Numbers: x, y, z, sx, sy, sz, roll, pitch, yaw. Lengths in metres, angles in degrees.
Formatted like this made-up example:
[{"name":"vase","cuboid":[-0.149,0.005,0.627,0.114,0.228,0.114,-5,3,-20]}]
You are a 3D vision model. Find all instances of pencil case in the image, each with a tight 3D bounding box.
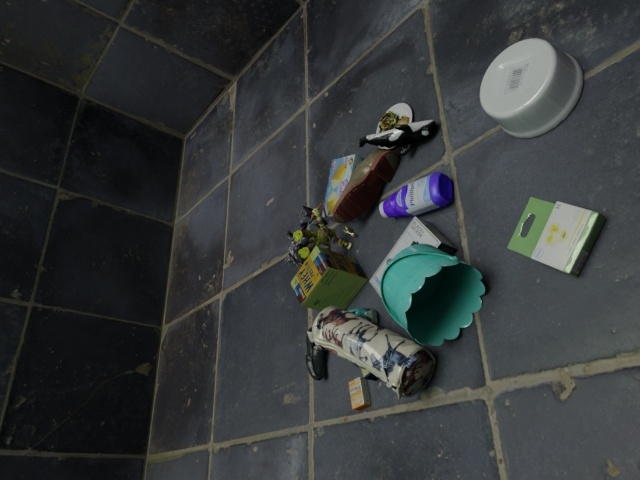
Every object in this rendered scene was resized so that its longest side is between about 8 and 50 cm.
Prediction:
[{"name":"pencil case","cuboid":[0.152,0.349,1.670,0.411,0.184,0.159,20,119,41]}]

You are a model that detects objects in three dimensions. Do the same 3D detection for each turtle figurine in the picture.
[{"name":"turtle figurine","cuboid":[0.000,0.000,2.050,0.087,0.217,0.269,-2,104,41]}]

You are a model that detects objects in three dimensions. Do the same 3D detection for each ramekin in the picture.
[{"name":"ramekin","cuboid":[0.613,-0.458,1.540,0.277,0.135,0.276,-29,52,45]}]

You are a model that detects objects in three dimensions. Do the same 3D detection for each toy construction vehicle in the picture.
[{"name":"toy construction vehicle","cuboid":[0.100,-0.012,2.119,0.098,0.035,0.085,42,109,53]}]

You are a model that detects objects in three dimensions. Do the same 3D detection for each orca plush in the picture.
[{"name":"orca plush","cuboid":[0.288,-0.366,1.922,0.288,0.151,0.102,-8,88,8]}]

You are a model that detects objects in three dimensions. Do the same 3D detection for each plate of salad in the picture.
[{"name":"plate of salad","cuboid":[0.285,-0.460,2.068,0.200,0.048,0.199,-28,54,46]}]

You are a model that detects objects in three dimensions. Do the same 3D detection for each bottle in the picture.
[{"name":"bottle","cuboid":[0.328,-0.145,1.818,0.283,0.092,0.118,-19,60,49]}]

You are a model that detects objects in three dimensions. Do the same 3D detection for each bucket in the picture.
[{"name":"bucket","cuboid":[0.323,0.152,1.546,0.281,0.281,0.183,-63,32,11]}]

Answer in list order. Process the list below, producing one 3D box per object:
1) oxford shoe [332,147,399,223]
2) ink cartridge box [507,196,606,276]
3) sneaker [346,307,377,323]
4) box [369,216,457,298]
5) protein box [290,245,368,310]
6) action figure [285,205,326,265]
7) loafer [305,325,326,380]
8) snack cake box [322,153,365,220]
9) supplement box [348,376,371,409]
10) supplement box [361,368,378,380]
[{"name":"oxford shoe","cuboid":[0.163,-0.216,2.041,0.348,0.123,0.130,-48,33,1]},{"name":"ink cartridge box","cuboid":[0.618,-0.022,1.399,0.235,0.056,0.171,31,101,53]},{"name":"sneaker","cuboid":[0.088,0.300,1.922,0.275,0.110,0.106,-31,51,44]},{"name":"box","cuboid":[0.306,0.084,1.745,0.289,0.087,0.169,-56,37,20]},{"name":"protein box","cuboid":[0.032,0.157,1.986,0.199,0.201,0.136,-56,38,21]},{"name":"action figure","cuboid":[-0.092,-0.008,2.330,0.284,0.099,0.185,-60,41,21]},{"name":"loafer","cuboid":[-0.014,0.435,2.027,0.078,0.076,0.223,-48,36,42]},{"name":"snack cake box","cuboid":[0.105,-0.214,2.161,0.152,0.089,0.264,-5,71,54]},{"name":"supplement box","cuboid":[0.136,0.535,1.808,0.062,0.036,0.098,-39,46,37]},{"name":"supplement box","cuboid":[0.184,0.423,1.778,0.083,0.056,0.083,-47,41,30]}]
